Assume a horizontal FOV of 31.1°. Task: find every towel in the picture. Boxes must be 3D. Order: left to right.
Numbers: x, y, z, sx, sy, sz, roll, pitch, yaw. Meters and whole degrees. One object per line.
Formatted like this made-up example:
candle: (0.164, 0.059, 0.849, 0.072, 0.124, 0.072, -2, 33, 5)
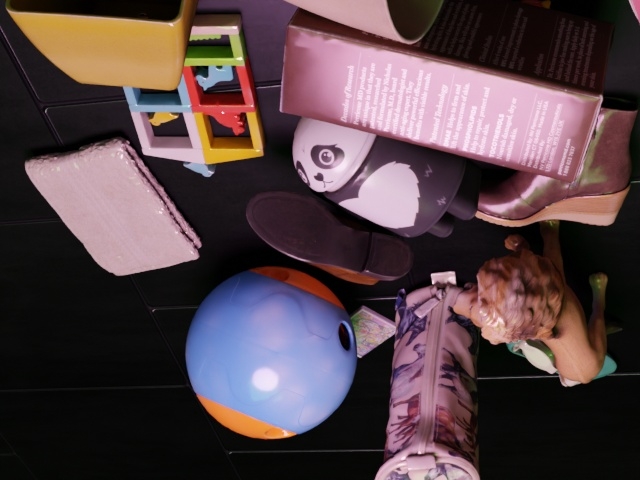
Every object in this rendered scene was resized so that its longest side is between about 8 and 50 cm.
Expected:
towel: (-0.332, -0.052, 1.880, 0.187, 0.049, 0.282, -11, 134, 21)

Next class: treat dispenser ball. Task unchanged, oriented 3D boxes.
treat dispenser ball: (-0.082, 0.187, 1.923, 0.288, 0.288, 0.288, 5, 139, 5)

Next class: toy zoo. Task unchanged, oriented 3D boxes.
toy zoo: (-0.188, -0.206, 1.687, 0.192, 0.030, 0.293, 1, 139, 10)

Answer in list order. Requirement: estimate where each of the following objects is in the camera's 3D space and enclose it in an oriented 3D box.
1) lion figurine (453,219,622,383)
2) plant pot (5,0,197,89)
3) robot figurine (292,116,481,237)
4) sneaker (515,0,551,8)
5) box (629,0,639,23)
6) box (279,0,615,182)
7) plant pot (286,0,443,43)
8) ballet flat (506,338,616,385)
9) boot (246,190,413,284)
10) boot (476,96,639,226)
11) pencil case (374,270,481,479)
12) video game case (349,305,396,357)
lion figurine: (0.371, 0.124, 1.800, 0.142, 0.240, 0.392, -28, 128, 35)
plant pot: (-0.250, -0.307, 1.465, 0.212, 0.212, 0.187, 5, 152, 6)
robot figurine: (0.095, -0.108, 1.633, 0.278, 0.173, 0.209, 27, 103, -20)
sneaker: (0.286, -0.241, 1.531, 0.067, 0.064, 0.175, 2, 139, 14)
box: (0.453, -0.362, 1.295, 0.232, 0.149, 0.127, -15, 133, 24)
box: (0.158, -0.215, 1.433, 0.381, 0.191, 0.143, 16, 131, 7)
plant pot: (-0.006, -0.372, 1.325, 0.274, 0.256, 0.256, 12, 142, 22)
ballet flat: (0.415, 0.207, 2.004, 0.247, 0.087, 0.083, 28, 136, -21)
boot: (0.000, 0.000, 1.797, 0.264, 0.096, 0.280, 12, 174, -8)
boot: (0.328, -0.122, 1.668, 0.248, 0.090, 0.207, 4, 127, 8)
pencil case: (0.182, 0.248, 1.851, 0.159, 0.410, 0.183, -8, 130, 17)
video game case: (0.075, 0.166, 2.080, 0.087, 0.011, 0.122, 29, 136, -22)
